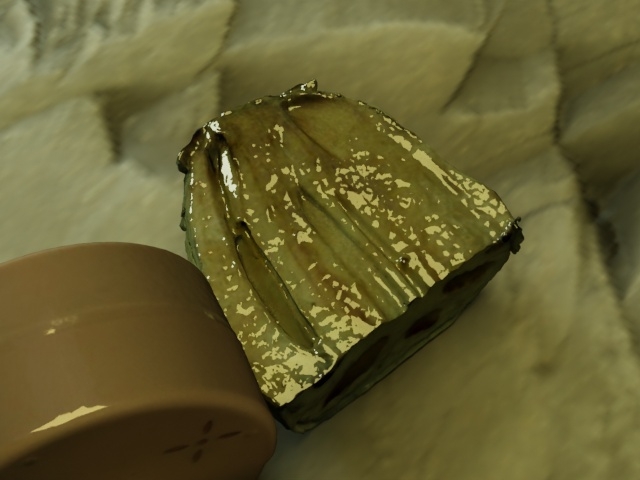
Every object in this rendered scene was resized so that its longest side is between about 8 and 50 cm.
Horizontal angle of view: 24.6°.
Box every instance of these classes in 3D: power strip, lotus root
[{"bbox_3d":[-0.100,0.073,0.565,0.154,0.154,0.078,-19,60,-14],"label":"power strip"},{"bbox_3d":[0.001,0.001,0.670,0.143,0.070,0.144,-29,64,-13],"label":"lotus root"}]
